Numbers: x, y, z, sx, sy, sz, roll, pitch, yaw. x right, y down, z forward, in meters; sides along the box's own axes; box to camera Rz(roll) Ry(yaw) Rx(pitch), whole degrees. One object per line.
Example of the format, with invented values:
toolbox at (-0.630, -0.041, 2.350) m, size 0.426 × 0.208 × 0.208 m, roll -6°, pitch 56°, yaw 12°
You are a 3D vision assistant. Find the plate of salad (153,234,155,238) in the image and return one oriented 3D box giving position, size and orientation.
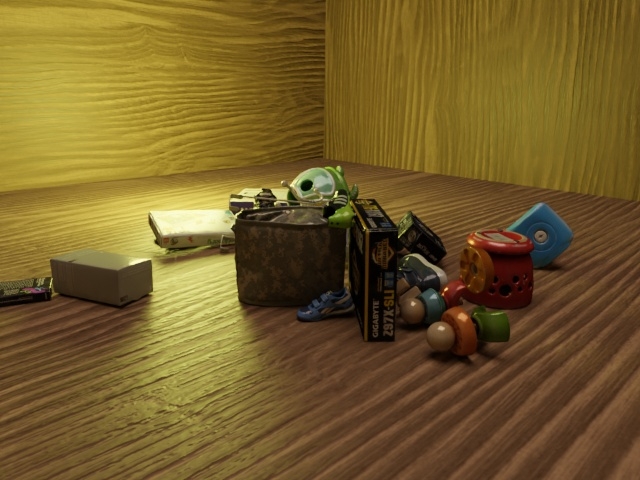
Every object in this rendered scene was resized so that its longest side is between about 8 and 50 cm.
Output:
plate of salad at (-0.514, -0.031, 1.823) m, size 0.199 × 0.048 × 0.200 m, roll 1°, pitch 16°, yaw 0°

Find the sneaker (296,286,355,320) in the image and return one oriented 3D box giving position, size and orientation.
sneaker at (0.010, 0.152, 1.186) m, size 0.144 × 0.059 × 0.053 m, roll -15°, pitch 21°, yaw -11°

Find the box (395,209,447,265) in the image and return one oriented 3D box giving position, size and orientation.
box at (0.319, -0.005, 1.590) m, size 0.147 × 0.077 × 0.180 m, roll 42°, pitch 16°, yaw -5°

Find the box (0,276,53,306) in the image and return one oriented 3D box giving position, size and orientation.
box at (-0.786, 0.134, 1.278) m, size 0.162 × 0.029 × 0.116 m, roll -7°, pitch 19°, yaw -22°

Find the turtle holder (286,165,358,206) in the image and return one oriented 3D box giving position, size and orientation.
turtle holder at (0.003, -0.134, 1.942) m, size 0.227 × 0.321 × 0.243 m, roll -9°, pitch -13°, yaw -29°

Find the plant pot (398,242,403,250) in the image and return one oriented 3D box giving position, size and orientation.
plant pot at (0.228, 0.019, 1.653) m, size 0.083 × 0.084 × 0.079 m, roll 12°, pitch 32°, yaw 33°

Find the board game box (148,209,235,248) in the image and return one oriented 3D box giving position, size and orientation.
board game box at (-0.438, -0.046, 1.759) m, size 0.305 × 0.053 × 0.193 m, roll -4°, pitch 30°, yaw -31°

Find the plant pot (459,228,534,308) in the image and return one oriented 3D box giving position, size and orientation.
plant pot at (0.474, 0.068, 1.314) m, size 0.190 × 0.174 × 0.191 m, roll 3°, pitch 16°, yaw -1°

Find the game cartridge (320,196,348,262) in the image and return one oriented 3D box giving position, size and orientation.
game cartridge at (0.092, -0.044, 1.664) m, size 0.230 × 0.068 × 0.355 m, roll 36°, pitch 26°, yaw 7°

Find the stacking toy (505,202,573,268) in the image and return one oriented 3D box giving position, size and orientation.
stacking toy at (0.706, -0.009, 1.675) m, size 0.175 × 0.166 × 0.302 m, roll -41°, pitch -6°, yaw 6°

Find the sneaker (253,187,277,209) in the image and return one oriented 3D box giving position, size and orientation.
sneaker at (-0.225, -0.121, 1.949) m, size 0.097 × 0.135 × 0.276 m, roll 4°, pitch 30°, yaw -2°

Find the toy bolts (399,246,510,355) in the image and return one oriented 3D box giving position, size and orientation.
toy bolts at (0.270, 0.131, 1.079) m, size 0.158 × 0.219 × 0.228 m, roll -9°, pitch 0°, yaw -13°

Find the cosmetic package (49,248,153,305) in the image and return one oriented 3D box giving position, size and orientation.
cosmetic package at (-0.574, 0.093, 1.300) m, size 0.237 × 0.107 × 0.127 m, roll 4°, pitch 13°, yaw 21°

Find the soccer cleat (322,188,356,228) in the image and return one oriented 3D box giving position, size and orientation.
soccer cleat at (0.039, -0.080, 1.183) m, size 0.072 × 0.060 × 0.179 m, roll 0°, pitch 25°, yaw -5°

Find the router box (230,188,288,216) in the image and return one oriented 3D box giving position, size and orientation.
router box at (-0.216, -0.167, 2.243) m, size 0.335 × 0.082 × 0.301 m, roll 2°, pitch 16°, yaw 4°

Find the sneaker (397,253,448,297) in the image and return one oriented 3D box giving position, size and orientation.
sneaker at (0.221, 0.097, 1.354) m, size 0.163 × 0.086 × 0.226 m, roll -9°, pitch 11°, yaw -15°

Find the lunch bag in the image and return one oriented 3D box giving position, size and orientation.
lunch bag at (-0.082, 0.038, 1.270) m, size 0.286 × 0.236 × 0.169 m, roll 0°, pitch 22°, yaw -4°

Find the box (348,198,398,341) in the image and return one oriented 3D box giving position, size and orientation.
box at (0.119, 0.054, 1.191) m, size 0.079 × 0.257 × 0.322 m, roll 0°, pitch 17°, yaw -3°

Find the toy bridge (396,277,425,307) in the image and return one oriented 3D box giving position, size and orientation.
toy bridge at (0.213, 0.137, 1.191) m, size 0.188 × 0.063 × 0.026 m, roll 30°, pitch 24°, yaw -57°

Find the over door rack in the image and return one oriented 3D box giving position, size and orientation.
over door rack at (-0.176, -0.085, 1.672) m, size 0.323 × 0.240 × 0.108 m, roll -6°, pitch 54°, yaw -23°
